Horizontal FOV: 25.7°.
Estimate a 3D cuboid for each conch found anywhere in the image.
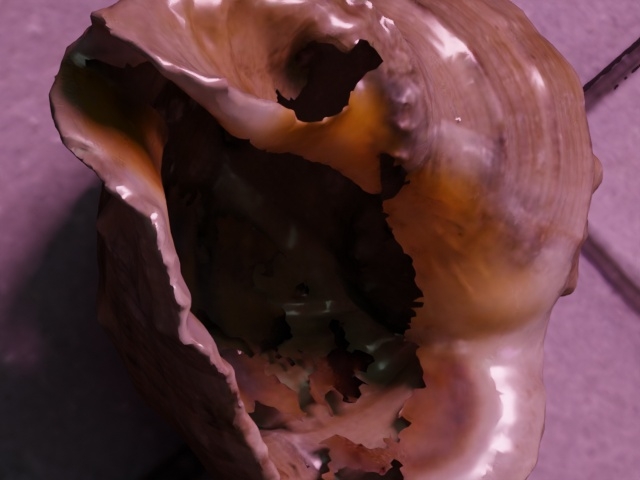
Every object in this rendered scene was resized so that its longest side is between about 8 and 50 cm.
[{"bbox_3d":[-0.007,0.003,0.584,0.324,0.186,0.263,10,66,-47],"label":"conch"}]
